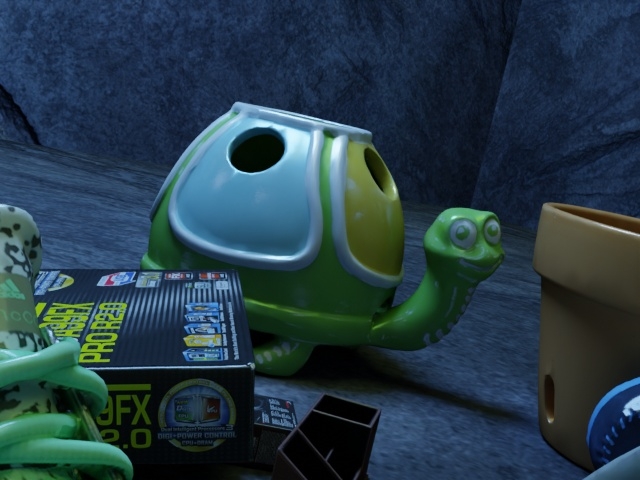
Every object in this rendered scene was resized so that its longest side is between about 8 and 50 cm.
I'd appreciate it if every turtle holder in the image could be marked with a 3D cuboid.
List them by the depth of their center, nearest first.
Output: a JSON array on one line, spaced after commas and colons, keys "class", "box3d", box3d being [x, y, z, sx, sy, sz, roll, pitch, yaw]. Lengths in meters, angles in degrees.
[{"class": "turtle holder", "box3d": [-0.017, -0.003, 0.902, 0.243, 0.227, 0.320, 6, 10, -44]}]

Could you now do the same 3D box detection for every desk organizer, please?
[{"class": "desk organizer", "box3d": [0.003, 0.139, 0.586, 0.047, 0.050, 0.130, 14, 8, 10]}]

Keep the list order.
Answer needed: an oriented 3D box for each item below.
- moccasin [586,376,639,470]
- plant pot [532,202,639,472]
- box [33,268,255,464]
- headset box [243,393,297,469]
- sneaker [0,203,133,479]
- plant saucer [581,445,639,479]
[{"class": "moccasin", "box3d": [0.361, 0.165, 0.634, 0.342, 0.137, 0.117, 7, 22, 6]}, {"class": "plant pot", "box3d": [0.312, 0.098, 0.812, 0.291, 0.203, 0.291, 13, 7, -2]}, {"class": "box", "box3d": [-0.157, 0.072, 0.631, 0.216, 0.060, 0.270, 1, 10, -7]}, {"class": "headset box", "box3d": [-0.060, 0.126, 0.643, 0.083, 0.032, 0.062, 11, 8, -8]}, {"class": "sneaker", "box3d": [-0.127, 0.081, 0.315, 0.410, 0.182, 0.158, 20, 10, 38]}, {"class": "plant saucer", "box3d": [0.306, 0.146, 0.400, 0.401, 0.100, 0.400, -2, -30, -1]}]
